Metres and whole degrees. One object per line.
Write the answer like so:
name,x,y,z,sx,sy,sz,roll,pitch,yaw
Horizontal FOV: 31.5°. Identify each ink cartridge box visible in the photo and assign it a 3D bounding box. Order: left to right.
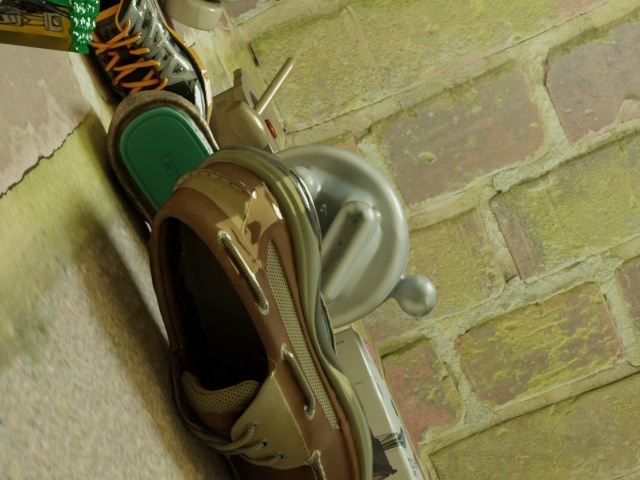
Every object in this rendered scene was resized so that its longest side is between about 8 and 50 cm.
ink cartridge box,0.048,0.237,1.331,0.172,0.100,0.237,51,17,-75

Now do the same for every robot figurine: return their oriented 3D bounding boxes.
robot figurine,0.000,0.000,1.295,0.300,0.199,0.353,34,1,6

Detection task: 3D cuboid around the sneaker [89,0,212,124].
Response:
sneaker,-0.165,-0.170,0.969,0.215,0.084,0.083,63,18,-8

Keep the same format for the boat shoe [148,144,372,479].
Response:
boat shoe,-0.052,0.101,0.796,0.116,0.123,0.324,-35,115,-52

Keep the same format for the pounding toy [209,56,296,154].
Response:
pounding toy,-0.069,-0.139,1.464,0.154,0.155,0.269,61,5,-19

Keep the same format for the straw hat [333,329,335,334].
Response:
straw hat,-0.023,0.079,1.566,0.144,0.061,0.144,-9,90,-76

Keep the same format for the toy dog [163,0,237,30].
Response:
toy dog,-0.156,-0.430,1.689,0.161,0.220,0.333,16,45,-30

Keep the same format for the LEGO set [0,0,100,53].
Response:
LEGO set,-0.181,-0.171,0.358,0.331,0.192,0.255,-90,-173,-73

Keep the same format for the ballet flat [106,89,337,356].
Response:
ballet flat,-0.077,0.012,0.934,0.316,0.108,0.106,67,-10,-21
